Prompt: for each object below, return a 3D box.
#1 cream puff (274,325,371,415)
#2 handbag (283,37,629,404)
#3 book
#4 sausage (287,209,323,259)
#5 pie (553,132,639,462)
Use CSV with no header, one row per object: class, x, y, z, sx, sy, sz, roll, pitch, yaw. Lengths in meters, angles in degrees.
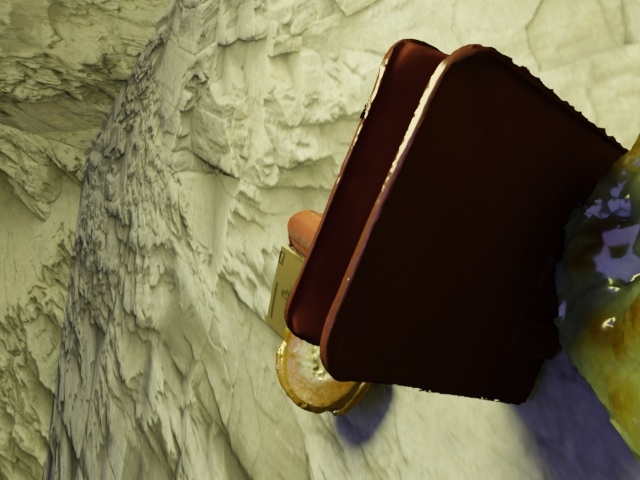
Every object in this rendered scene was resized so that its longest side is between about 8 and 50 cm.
cream puff,0.014,0.144,0.703,0.126,0.103,0.143,14,91,17
handbag,0.128,0.003,0.457,0.084,0.276,0.259,31,103,54
book,-0.024,0.103,0.838,0.199,0.016,0.138,32,114,55
sausage,0.000,0.000,0.820,0.141,0.076,0.076,30,101,56
pie,0.311,0.019,0.284,0.418,0.181,0.395,-64,37,25
